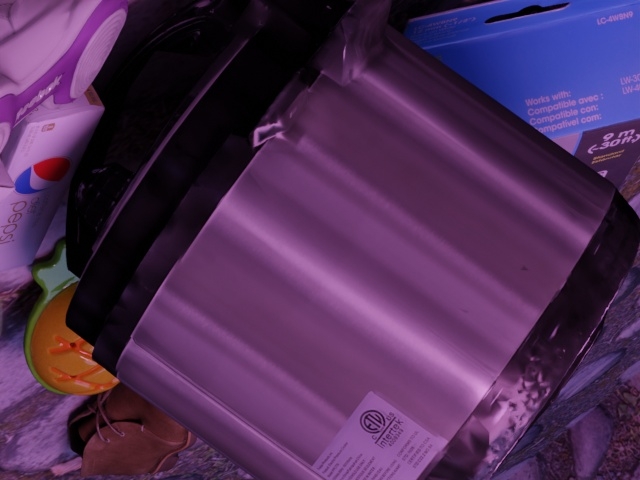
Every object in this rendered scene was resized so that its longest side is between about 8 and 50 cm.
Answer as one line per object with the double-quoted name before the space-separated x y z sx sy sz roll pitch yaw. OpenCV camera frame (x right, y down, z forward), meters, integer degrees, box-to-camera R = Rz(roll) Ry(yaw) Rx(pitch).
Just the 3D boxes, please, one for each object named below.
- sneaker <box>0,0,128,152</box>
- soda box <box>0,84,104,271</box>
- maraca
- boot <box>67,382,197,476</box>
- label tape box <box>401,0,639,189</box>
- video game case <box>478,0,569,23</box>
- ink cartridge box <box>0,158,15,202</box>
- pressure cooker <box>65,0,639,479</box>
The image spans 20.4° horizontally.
"sneaker" -0.230 -0.139 1.165 0.114 0.152 0.305 -60 173 37
"soda box" -0.241 -0.060 1.389 0.069 0.074 0.216 -16 155 -34
"maraca" -0.222 0.071 1.690 0.127 0.099 0.185 -16 130 -27
"boot" -0.210 0.197 1.985 0.115 0.112 0.305 -11 155 -20
"label tape box" 0.187 -0.112 1.716 0.249 0.115 0.347 -13 161 -11
"video game case" 0.275 -0.230 1.773 0.248 0.035 0.275 -33 158 4
"ink cartridge box" -0.331 -0.038 1.239 0.176 0.128 0.127 -41 157 22
"pressure cooker" -0.001 0.002 1.423 0.370 0.420 0.375 -55 178 -5
